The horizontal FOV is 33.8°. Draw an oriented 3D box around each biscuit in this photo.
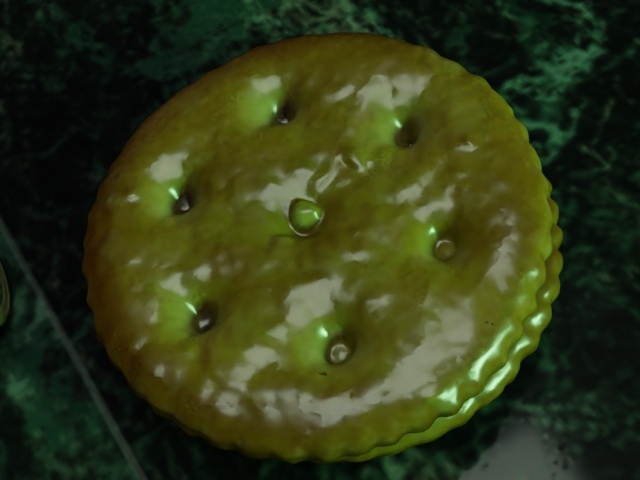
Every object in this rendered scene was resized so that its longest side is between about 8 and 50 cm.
[{"bbox_3d":[0.000,0.000,0.489,0.220,0.066,0.220,-5,61,8],"label":"biscuit"}]

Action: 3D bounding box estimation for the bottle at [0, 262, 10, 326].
[{"bbox_3d":[-0.202,0.032,0.506,0.096,0.045,0.045,-15,59,-1],"label":"bottle"}]
